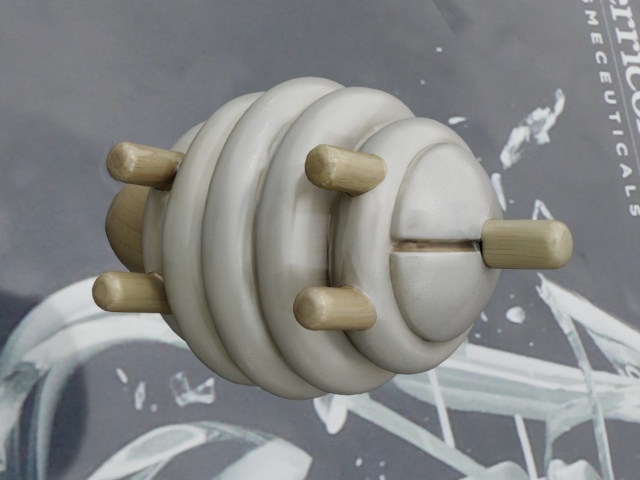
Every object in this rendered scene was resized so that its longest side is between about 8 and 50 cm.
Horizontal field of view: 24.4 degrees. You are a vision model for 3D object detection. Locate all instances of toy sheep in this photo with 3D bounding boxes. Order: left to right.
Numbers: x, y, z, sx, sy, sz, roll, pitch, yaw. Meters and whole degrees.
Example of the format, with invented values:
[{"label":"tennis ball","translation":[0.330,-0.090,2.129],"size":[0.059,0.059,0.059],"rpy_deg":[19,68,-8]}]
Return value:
[{"label":"toy sheep","translation":[0.000,0.000,0.376],"size":[0.091,0.132,0.091],"rpy_deg":[-18,112,-54]}]

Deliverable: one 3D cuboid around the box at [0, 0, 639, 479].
[{"label":"box","translation":[-0.074,0.114,0.625],"size":[0.472,0.297,0.480],"rpy_deg":[-3,77,-37]}]
